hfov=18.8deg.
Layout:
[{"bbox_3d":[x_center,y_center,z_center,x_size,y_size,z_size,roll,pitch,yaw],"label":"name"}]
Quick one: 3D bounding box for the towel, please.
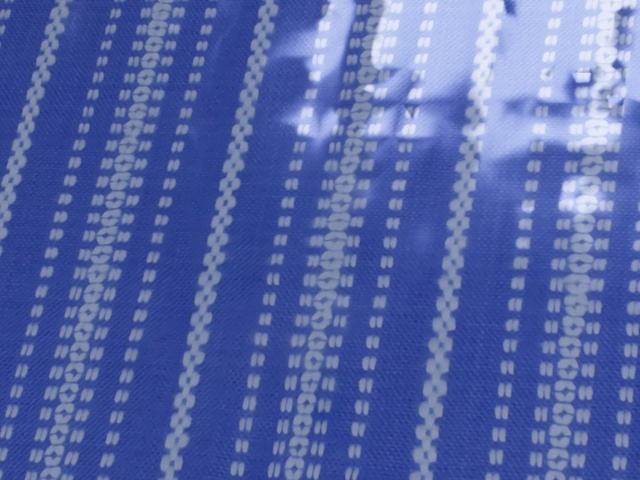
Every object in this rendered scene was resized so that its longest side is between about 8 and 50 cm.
[{"bbox_3d":[0.000,0.000,0.582,0.336,0.040,0.243,1,62,17],"label":"towel"}]
